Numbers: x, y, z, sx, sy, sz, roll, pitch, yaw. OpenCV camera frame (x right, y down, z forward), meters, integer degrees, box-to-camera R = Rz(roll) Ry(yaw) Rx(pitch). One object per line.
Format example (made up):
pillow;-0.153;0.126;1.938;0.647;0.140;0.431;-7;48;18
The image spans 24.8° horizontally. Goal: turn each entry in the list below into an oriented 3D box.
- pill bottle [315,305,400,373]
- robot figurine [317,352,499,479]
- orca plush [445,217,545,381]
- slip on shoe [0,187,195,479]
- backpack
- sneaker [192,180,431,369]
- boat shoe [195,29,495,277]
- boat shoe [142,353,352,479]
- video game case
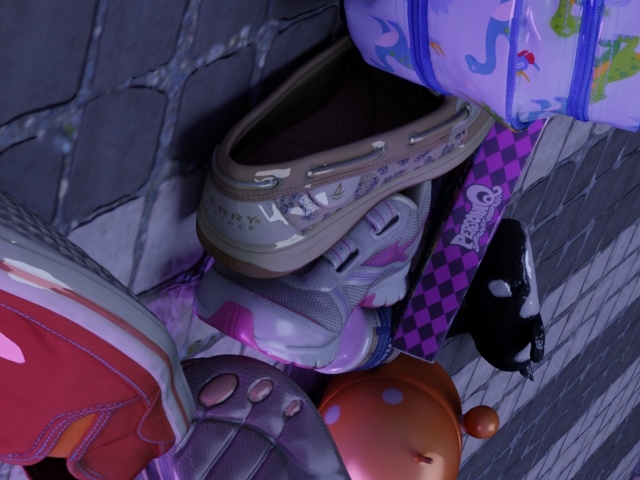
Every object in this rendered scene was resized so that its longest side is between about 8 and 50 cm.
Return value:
pill bottle;0.030;0.071;1.163;0.067;0.067;0.120;-63;158;10
robot figurine;0.058;0.161;1.216;0.219;0.158;0.128;-58;173;-78
orca plush;0.160;0.067;1.475;0.287;0.102;0.151;72;6;-75
slip on shoe;-0.140;0.060;0.715;0.101;0.123;0.331;-49;162;-15
backpack;0.156;-0.225;0.847;0.355;0.273;0.290;-35;152;-28
sneaker;0.000;0.000;0.976;0.252;0.103;0.111;-37;149;-61
boat shoe;0.037;-0.086;0.921;0.285;0.104;0.089;-44;157;-33
boat shoe;-0.011;0.223;0.975;0.132;0.130;0.355;-31;106;-21
video game case;0.118;-0.046;1.133;0.210;0.042;0.232;-74;-173;-72
